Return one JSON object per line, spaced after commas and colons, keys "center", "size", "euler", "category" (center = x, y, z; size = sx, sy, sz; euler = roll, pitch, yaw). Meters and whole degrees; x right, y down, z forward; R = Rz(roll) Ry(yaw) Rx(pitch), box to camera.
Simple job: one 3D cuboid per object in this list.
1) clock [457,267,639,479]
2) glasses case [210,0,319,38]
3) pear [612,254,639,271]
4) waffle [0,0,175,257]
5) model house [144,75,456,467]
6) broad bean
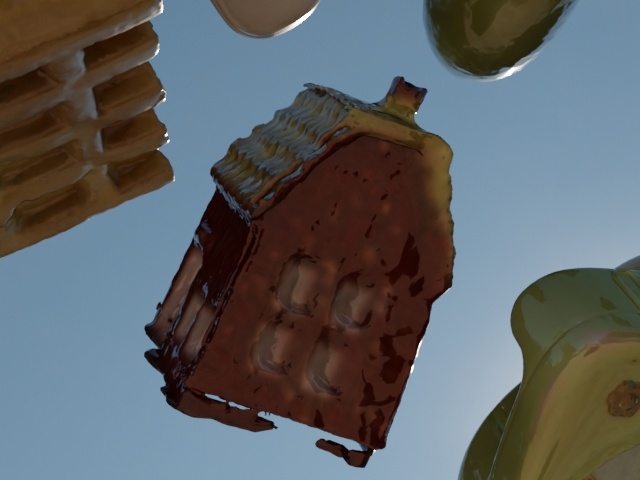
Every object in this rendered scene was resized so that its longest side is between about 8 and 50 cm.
{"center": [0.188, 0.168, 0.876], "size": [0.235, 0.096, 0.308], "euler": [7, -62, -25], "category": "clock"}
{"center": [-0.069, -0.221, 0.901], "size": [0.074, 0.049, 0.193], "euler": [-33, -89, -8], "category": "glasses case"}
{"center": [0.389, 0.185, 1.427], "size": [0.362, 0.362, 0.418], "euler": [31, -49, -17], "category": "pear"}
{"center": [-0.272, -0.083, 1.154], "size": [0.304, 0.077, 0.348], "euler": [-27, -20, -13], "category": "waffle"}
{"center": [0.000, 0.000, 0.971], "size": [0.160, 0.196, 0.254], "euler": [23, -83, -15], "category": "model house"}
{"center": [0.167, -0.254, 1.087], "size": [0.119, 0.238, 0.291], "euler": [23, -54, -2], "category": "broad bean"}
